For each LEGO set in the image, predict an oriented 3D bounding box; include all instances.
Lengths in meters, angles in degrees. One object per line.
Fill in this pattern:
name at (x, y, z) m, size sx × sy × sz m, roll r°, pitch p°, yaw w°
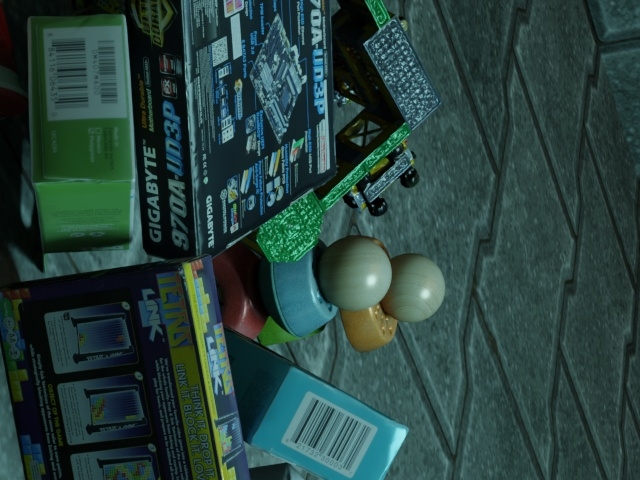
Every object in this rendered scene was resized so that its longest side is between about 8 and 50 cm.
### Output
LEGO set at (-0.068, -0.161, 1.529) m, size 0.255 × 0.192 × 0.331 m, roll -49°, pitch 131°, yaw -9°

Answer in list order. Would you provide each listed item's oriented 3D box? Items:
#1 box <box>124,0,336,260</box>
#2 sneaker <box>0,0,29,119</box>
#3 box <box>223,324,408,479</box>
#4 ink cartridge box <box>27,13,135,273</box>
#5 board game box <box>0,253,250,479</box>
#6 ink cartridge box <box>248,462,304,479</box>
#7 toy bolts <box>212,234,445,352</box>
box at (-0.057, -0.115, 1.354) m, size 0.175 × 0.051 × 0.220 m, roll -36°, pitch 132°, yaw -48°
sneaker at (-0.246, -0.149, 1.183) m, size 0.221 × 0.087 × 0.128 m, roll 53°, pitch 24°, yaw -76°
box at (-0.031, 0.114, 1.417) m, size 0.100 × 0.244 × 0.060 m, roll 29°, pitch 87°, yaw -20°
ink cartridge box at (-0.152, -0.056, 1.280) m, size 0.209 × 0.062 × 0.109 m, roll 109°, pitch -22°, yaw -73°
board game box at (-0.127, 0.103, 1.291) m, size 0.048 × 0.141 × 0.170 m, roll -20°, pitch 101°, yaw -70°
ink cartridge box at (-0.052, 0.243, 1.443) m, size 0.191 × 0.139 × 0.082 m, roll 55°, pitch 31°, yaw -53°
toy bolts at (0.000, 0.000, 1.661) m, size 0.228 × 0.158 × 0.218 m, roll -28°, pitch 109°, yaw -69°
